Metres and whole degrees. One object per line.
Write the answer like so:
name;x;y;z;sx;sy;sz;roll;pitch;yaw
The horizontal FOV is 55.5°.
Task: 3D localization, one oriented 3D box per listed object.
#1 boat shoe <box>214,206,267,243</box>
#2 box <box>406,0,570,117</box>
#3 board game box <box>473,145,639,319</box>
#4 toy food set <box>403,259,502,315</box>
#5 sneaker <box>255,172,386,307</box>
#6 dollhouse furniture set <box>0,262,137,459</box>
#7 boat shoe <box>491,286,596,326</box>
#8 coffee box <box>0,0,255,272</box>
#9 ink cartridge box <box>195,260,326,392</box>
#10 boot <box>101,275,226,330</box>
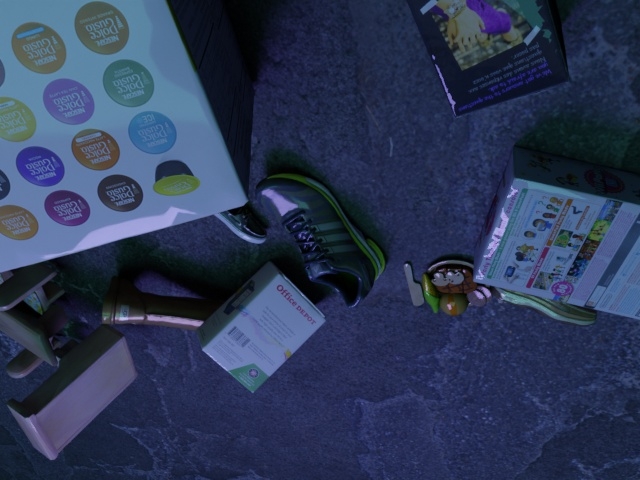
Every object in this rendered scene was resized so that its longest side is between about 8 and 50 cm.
boat shoe;-0.156;-0.047;1.149;0.142;0.049;0.040;36;132;-12
box;0.182;-0.311;0.707;0.143;0.165;0.270;-13;126;28
board game box;0.419;-0.004;0.957;0.303;0.098;0.224;13;133;5
toy food set;0.254;0.090;1.138;0.192;0.039;0.132;-5;129;23
sneaker;0.000;0.000;1.085;0.300;0.121;0.111;41;131;-19
dollhouse furniture set;-0.663;0.264;1.390;0.394;0.256;0.362;24;138;23
boat shoe;0.405;0.094;1.075;0.189;0.068;0.072;17;110;-4
coffee box;-0.293;-0.219;0.767;0.337;0.338;0.335;-14;126;6
ink cartridge box;-0.118;0.171;1.227;0.212;0.093;0.154;-44;115;-2
boot;-0.330;0.150;1.339;0.269;0.236;0.089;7;100;-15
